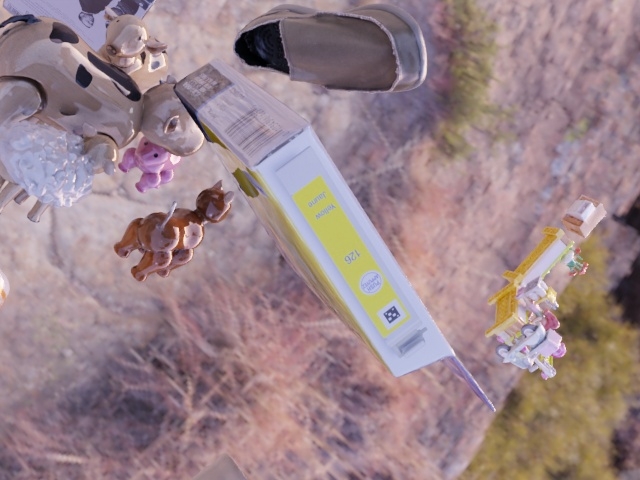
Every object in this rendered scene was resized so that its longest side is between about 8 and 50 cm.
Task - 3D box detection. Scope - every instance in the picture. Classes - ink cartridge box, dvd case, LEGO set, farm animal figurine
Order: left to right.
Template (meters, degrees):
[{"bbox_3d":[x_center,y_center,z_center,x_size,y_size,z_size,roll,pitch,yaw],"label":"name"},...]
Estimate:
[{"bbox_3d":[-0.346,-0.342,1.715,0.179,0.239,0.029,40,56,-11],"label":"dvd case"},{"bbox_3d":[-0.214,-0.140,1.253,0.172,0.330,0.327,-42,141,20],"label":"farm animal figurine"},{"bbox_3d":[0.000,0.000,1.072,0.072,0.303,0.307,-34,115,-7],"label":"ink cartridge box"},{"bbox_3d":[0.305,0.076,1.566,0.107,0.132,0.287,44,48,-13],"label":"LEGO set"}]

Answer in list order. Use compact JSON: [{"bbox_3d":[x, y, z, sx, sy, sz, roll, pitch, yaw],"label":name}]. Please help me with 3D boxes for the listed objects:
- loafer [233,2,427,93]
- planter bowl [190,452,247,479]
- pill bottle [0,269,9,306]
[{"bbox_3d":[0.004,-0.189,1.229,0.087,0.251,0.094,-27,115,-36],"label":"loafer"},{"bbox_3d":[-0.097,0.300,1.153,0.109,0.162,0.162,-28,135,-13],"label":"planter bowl"},{"bbox_3d":[-0.377,0.100,1.061,0.216,0.121,0.121,-64,145,-23],"label":"pill bottle"}]
